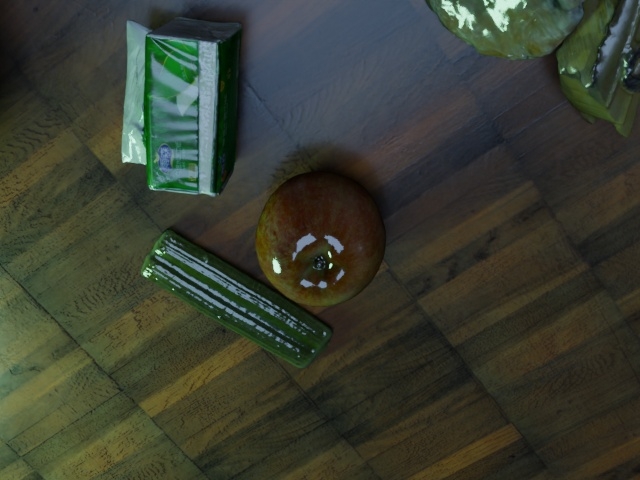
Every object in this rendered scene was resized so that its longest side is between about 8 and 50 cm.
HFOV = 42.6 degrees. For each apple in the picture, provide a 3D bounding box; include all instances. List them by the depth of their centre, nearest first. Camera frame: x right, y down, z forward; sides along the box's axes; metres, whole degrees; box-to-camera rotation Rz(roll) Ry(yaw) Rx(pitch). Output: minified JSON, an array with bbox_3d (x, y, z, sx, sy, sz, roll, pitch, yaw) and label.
[{"bbox_3d":[0.000,0.000,1.167,0.188,0.174,0.188,0,116,1],"label":"apple"}]

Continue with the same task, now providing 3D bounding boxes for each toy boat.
[{"bbox_3d":[0.402,-0.350,1.019,0.162,0.136,0.445,-7,118,-32],"label":"toy boat"}]

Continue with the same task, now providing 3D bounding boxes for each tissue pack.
[{"bbox_3d":[-0.194,-0.186,1.109,0.156,0.148,0.209,6,115,0],"label":"tissue pack"}]

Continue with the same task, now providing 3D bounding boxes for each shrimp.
[{"bbox_3d":[0.161,-0.415,1.007,0.221,0.110,0.445,-22,107,50],"label":"shrimp"}]

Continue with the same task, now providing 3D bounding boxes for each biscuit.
[{"bbox_3d":[-0.129,0.100,1.294,0.322,0.038,0.099,33,109,-11],"label":"biscuit"}]
